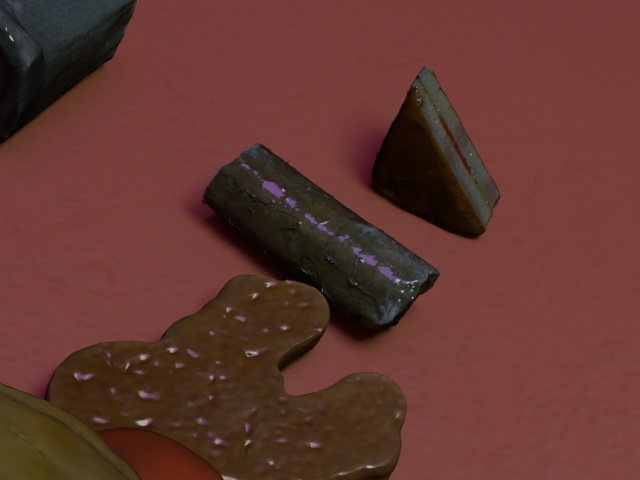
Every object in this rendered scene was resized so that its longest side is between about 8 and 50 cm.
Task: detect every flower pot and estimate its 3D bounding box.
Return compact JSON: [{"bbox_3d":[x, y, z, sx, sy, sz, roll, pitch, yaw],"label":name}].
[{"bbox_3d":[-0.224,-0.166,1.044,0.229,0.103,0.108,34,50,9],"label":"flower pot"}]

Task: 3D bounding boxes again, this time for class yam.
[{"bbox_3d":[0.000,0.000,1.023,0.132,0.054,0.054,37,50,13],"label":"yam"}]

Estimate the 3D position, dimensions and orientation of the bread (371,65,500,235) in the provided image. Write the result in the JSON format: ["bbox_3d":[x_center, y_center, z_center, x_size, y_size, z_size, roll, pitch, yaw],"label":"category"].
[{"bbox_3d":[0.058,-0.049,1.085,0.062,0.109,0.043,-9,35,30],"label":"bread"}]

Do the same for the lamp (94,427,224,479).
[{"bbox_3d":[-0.103,0.166,0.765,0.188,0.164,0.187,4,75,-14],"label":"lamp"}]

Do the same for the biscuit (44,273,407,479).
[{"bbox_3d":[-0.068,0.103,0.928,0.236,0.040,0.144,-26,57,-31],"label":"biscuit"}]

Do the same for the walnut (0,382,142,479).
[{"bbox_3d":[-0.154,0.189,0.545,0.306,0.306,0.344,-34,102,-37],"label":"walnut"}]
